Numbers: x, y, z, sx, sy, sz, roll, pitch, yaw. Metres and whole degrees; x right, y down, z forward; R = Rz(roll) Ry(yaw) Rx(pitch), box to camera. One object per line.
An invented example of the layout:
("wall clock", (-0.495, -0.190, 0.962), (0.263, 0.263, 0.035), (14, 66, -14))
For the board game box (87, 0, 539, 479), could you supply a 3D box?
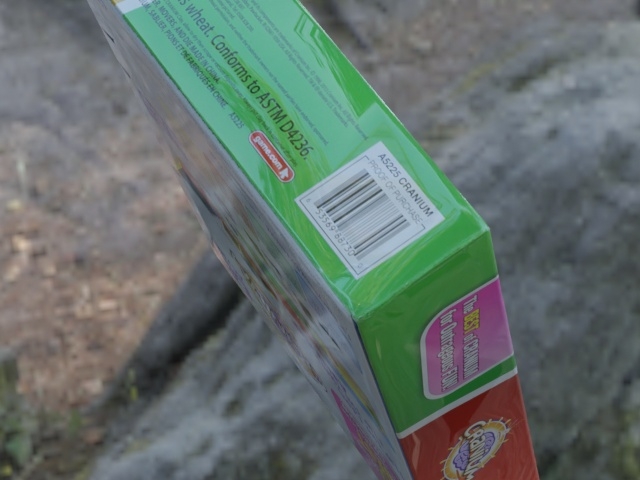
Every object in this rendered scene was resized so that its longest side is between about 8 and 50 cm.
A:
("board game box", (0.000, 0.000, 0.899), (0.064, 0.316, 0.242), (-34, 63, -7))
